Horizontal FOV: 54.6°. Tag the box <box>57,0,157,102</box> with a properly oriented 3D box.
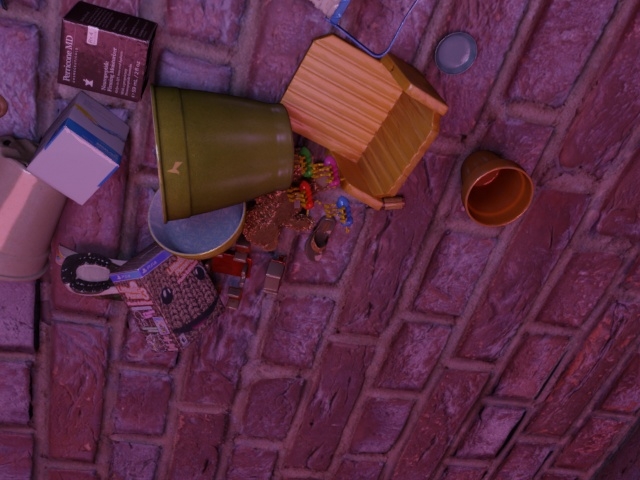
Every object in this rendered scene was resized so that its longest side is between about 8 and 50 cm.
[{"bbox_3d":[-0.533,-0.474,1.563,0.203,0.167,0.169,11,123,-14],"label":"box"}]

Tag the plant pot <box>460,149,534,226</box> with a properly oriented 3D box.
[{"bbox_3d":[0.512,-0.176,1.881,0.205,0.188,0.205,-4,125,-5],"label":"plant pot"}]

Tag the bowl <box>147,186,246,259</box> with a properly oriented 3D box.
[{"bbox_3d":[-0.349,-0.057,1.848,0.289,0.290,0.156,-12,155,2],"label":"bowl"}]

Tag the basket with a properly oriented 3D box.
[{"bbox_3d":[0.098,-0.621,1.512,0.288,0.201,0.255,27,117,-12],"label":"basket"}]

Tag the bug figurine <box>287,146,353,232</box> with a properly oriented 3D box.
[{"bbox_3d":[0.002,-0.146,1.724,0.072,0.279,0.216,-26,121,-26],"label":"bug figurine"}]

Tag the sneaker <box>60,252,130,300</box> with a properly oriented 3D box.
[{"bbox_3d":[-0.638,0.141,2.031,0.410,0.158,0.182,15,157,-23],"label":"sneaker"}]

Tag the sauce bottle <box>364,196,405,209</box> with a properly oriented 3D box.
[{"bbox_3d":[0.205,-0.118,1.976,0.128,0.042,0.042,-2,125,-3],"label":"sauce bottle"}]

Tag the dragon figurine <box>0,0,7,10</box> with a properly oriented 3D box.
[{"bbox_3d":[-0.697,-0.663,1.462,0.144,0.085,0.289,11,121,-14],"label":"dragon figurine"}]

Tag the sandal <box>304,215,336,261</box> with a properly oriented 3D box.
[{"bbox_3d":[0.000,0.000,2.029,0.072,0.049,0.180,17,121,-17],"label":"sandal"}]

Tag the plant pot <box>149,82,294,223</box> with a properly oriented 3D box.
[{"bbox_3d":[-0.261,-0.241,1.669,0.352,0.366,0.367,-5,126,-13],"label":"plant pot"}]

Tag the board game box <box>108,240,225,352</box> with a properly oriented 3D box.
[{"bbox_3d":[-0.464,0.161,1.914,0.141,0.232,0.291,-9,114,35],"label":"board game box"}]

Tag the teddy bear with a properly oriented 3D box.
[{"bbox_3d":[-0.110,-0.131,1.905,0.245,0.113,0.338,16,114,-23],"label":"teddy bear"}]

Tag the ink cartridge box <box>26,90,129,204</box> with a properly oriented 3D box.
[{"bbox_3d":[-0.642,-0.252,1.667,0.171,0.233,0.168,-40,122,20],"label":"ink cartridge box"}]

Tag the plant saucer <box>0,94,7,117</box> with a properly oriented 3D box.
[{"bbox_3d":[-0.898,-0.368,1.688,0.083,0.015,0.083,-3,125,-5],"label":"plant saucer"}]

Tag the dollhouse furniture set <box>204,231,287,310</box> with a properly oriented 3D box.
[{"bbox_3d":[-0.250,0.089,2.040,0.259,0.135,0.262,12,123,-1],"label":"dollhouse furniture set"}]

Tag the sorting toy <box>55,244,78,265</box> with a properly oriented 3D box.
[{"bbox_3d":[-0.815,0.062,1.990,0.083,0.045,0.075,28,137,-23],"label":"sorting toy"}]

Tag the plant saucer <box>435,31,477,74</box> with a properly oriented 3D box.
[{"bbox_3d":[0.374,-0.522,1.725,0.119,0.021,0.119,-4,125,-5],"label":"plant saucer"}]

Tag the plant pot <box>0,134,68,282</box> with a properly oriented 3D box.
[{"bbox_3d":[-0.848,-0.105,1.719,0.333,0.334,0.305,30,106,-24],"label":"plant pot"}]

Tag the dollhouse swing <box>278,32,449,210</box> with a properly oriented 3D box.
[{"bbox_3d":[0.089,-0.333,1.680,0.304,0.315,0.347,17,122,-30],"label":"dollhouse swing"}]
